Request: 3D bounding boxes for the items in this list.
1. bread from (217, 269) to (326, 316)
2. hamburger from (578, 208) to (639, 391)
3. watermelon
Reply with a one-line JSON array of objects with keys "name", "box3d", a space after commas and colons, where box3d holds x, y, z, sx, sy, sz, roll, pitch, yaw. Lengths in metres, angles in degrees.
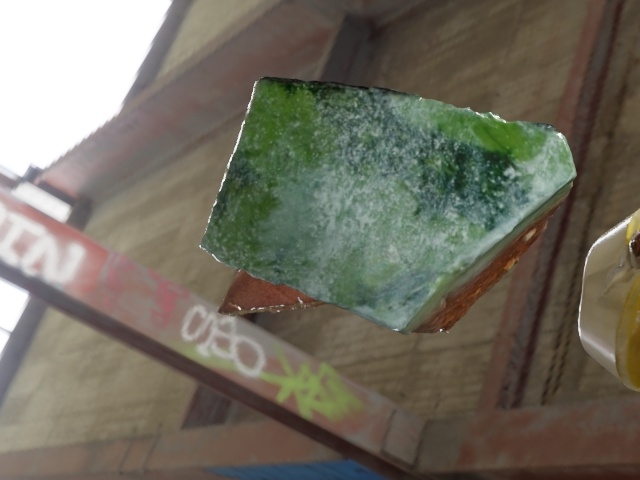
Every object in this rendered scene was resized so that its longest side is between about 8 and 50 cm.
[{"name": "bread", "box3d": [0.000, 0.000, 0.979, 0.192, 0.119, 0.067, -65, -163, -1]}, {"name": "hamburger", "box3d": [0.316, 0.047, 0.960, 0.116, 0.210, 0.172, 9, -81, 45]}, {"name": "watermelon", "box3d": [0.050, -0.003, 0.722, 0.256, 0.193, 0.139, 63, 44, -79]}]
